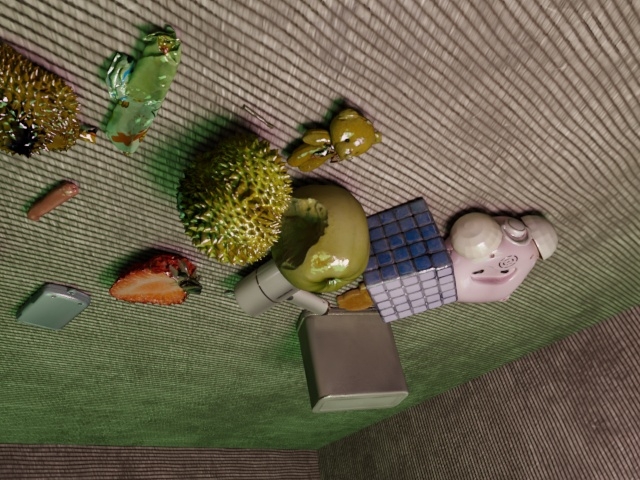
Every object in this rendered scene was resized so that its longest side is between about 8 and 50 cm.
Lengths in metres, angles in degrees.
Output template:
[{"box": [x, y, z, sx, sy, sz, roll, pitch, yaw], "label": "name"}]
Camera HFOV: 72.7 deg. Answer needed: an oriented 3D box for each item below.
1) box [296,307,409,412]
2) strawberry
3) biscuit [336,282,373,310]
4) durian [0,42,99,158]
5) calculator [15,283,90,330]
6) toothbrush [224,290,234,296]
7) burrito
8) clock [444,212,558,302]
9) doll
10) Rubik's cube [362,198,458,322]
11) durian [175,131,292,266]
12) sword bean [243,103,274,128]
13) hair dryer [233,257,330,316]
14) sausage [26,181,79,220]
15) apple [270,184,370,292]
[{"box": [0.111, 0.430, 1.600, 0.353, 0.343, 0.177, 3, 138, -18], "label": "box"}, {"box": [-0.457, 0.103, 1.233, 0.287, 0.106, 0.188, -6, 140, 14], "label": "strawberry"}, {"box": [0.168, 0.198, 1.567, 0.226, 0.036, 0.166, -27, 140, 24], "label": "biscuit"}, {"box": [-0.520, -0.214, 0.766, 0.194, 0.137, 0.237, -36, 137, 29], "label": "durian"}, {"box": [-0.806, 0.205, 1.312, 0.246, 0.045, 0.141, -34, 137, 27], "label": "calculator"}, {"box": [-0.222, 0.160, 1.432, 0.195, 0.014, 0.017, -10, 140, -1], "label": "toothbrush"}, {"box": [-0.347, -0.274, 0.807, 0.104, 0.054, 0.288, 21, 134, -32], "label": "burrito"}, {"box": [0.530, 0.051, 1.368, 0.343, 0.183, 0.325, -2, 138, -20], "label": "clock"}, {"box": [0.025, -0.201, 0.965, 0.210, 0.097, 0.137, -28, 146, 29], "label": "doll"}, {"box": [0.236, 0.062, 1.243, 0.237, 0.237, 0.238, -18, 142, 10], "label": "Rubik's cube"}, {"box": [-0.189, -0.085, 0.926, 0.225, 0.290, 0.291, 2, 141, -23], "label": "durian"}, {"box": [-0.130, -0.259, 0.914, 0.012, 0.012, 0.083, -34, 137, 27], "label": "sword bean"}, {"box": [-0.080, 0.178, 1.398, 0.203, 0.128, 0.362, -34, 139, 21], "label": "hair dryer"}, {"box": [-0.616, -0.086, 0.992, 0.158, 0.036, 0.042, -27, 129, 21], "label": "sausage"}, {"box": [0.000, 0.000, 1.102, 0.280, 0.278, 0.279, -7, 143, -6], "label": "apple"}]
